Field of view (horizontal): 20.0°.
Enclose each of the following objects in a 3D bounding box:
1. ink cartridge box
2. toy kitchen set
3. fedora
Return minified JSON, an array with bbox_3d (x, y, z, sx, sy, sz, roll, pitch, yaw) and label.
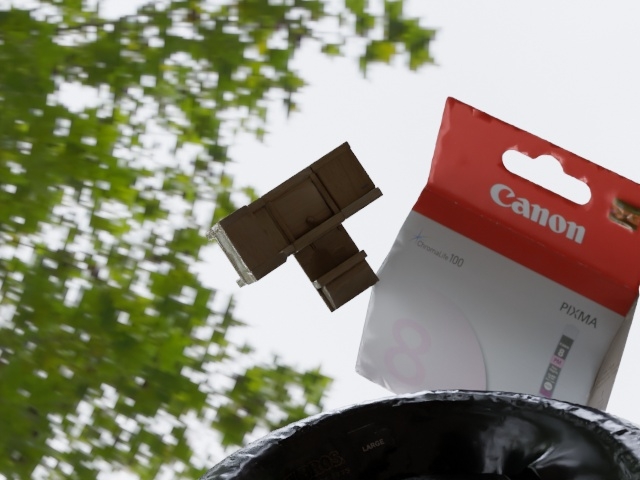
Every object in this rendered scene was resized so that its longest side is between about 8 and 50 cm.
[{"bbox_3d":[0.132,0.038,1.321,0.066,0.189,0.232,-37,-34,-44],"label":"ink cartridge box"},{"bbox_3d":[0.000,0.000,0.869,0.083,0.075,0.068,-34,-89,-9],"label":"toy kitchen set"},{"bbox_3d":[0.064,0.203,0.957,0.334,0.334,0.152,-18,-71,-27],"label":"fedora"}]
